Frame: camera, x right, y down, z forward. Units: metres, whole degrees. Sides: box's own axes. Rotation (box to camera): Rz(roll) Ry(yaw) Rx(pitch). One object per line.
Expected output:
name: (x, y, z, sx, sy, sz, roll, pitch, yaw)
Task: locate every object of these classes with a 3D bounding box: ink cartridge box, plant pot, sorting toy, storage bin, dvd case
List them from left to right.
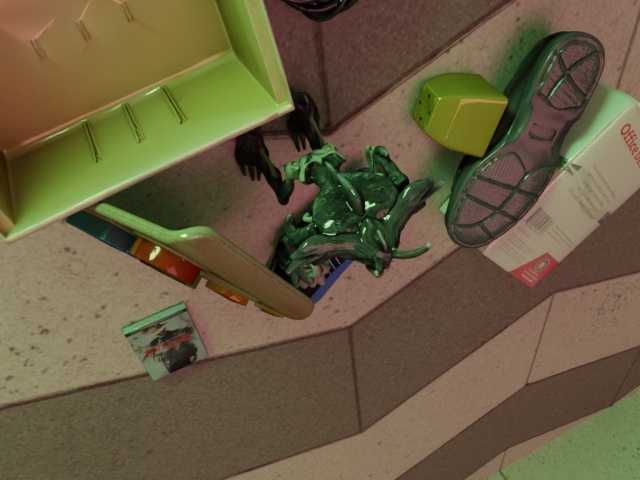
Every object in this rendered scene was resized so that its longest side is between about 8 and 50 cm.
storage bin: (-0.188, -0.176, 0.414, 0.262, 0.123, 0.260, -27, 138, -9)
dvd case: (-0.211, 0.142, 0.773, 0.087, 0.013, 0.119, -23, 136, -14)
sorting toy: (-0.125, 0.038, 0.589, 0.307, 0.229, 0.041, 43, 66, -55)
plant pot: (0.165, -0.160, 0.697, 0.083, 0.081, 0.081, 2, 127, -20)
ink cartridge box: (0.358, -0.083, 0.863, 0.283, 0.117, 0.207, -48, 137, 14)

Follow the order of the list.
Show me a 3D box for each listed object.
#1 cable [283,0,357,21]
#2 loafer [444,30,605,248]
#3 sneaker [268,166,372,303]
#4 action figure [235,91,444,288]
cable: (0.000, -0.286, 0.494, 0.151, 0.047, 0.184, -12, 134, -25)
loafer: (0.259, -0.131, 0.749, 0.109, 0.095, 0.302, 22, 111, -15)
sneaker: (0.000, 0.000, 0.730, 0.090, 0.081, 0.232, 5, 126, -45)
action figure: (0.017, -0.037, 0.561, 0.164, 0.275, 0.141, -32, 138, -4)
